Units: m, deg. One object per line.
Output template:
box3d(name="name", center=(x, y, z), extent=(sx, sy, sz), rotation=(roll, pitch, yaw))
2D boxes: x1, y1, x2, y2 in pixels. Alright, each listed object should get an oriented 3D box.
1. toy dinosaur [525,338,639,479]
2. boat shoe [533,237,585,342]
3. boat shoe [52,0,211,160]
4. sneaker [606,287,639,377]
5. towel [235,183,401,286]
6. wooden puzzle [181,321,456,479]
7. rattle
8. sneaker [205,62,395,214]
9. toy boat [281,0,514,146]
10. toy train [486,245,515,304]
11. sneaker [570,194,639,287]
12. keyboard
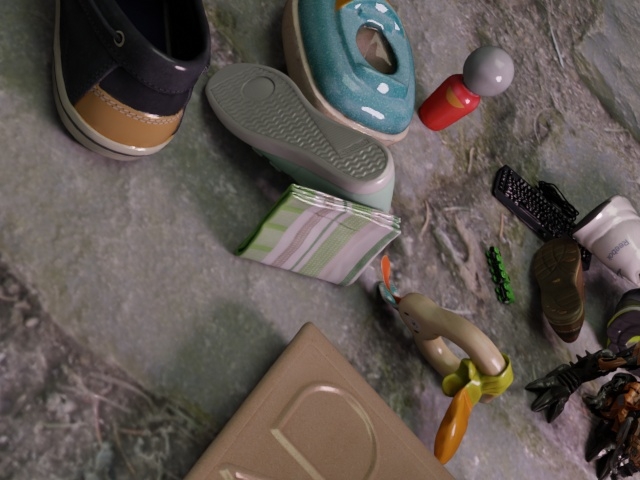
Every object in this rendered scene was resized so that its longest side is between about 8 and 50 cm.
box3d(name="toy dinosaur", center=(0.399, 0.185, 1.409), extent=(0.322, 0.218, 0.164), rotation=(-20, 76, -49))
box3d(name="boat shoe", center=(0.323, 0.065, 1.557), extent=(0.178, 0.064, 0.060), rotation=(-80, 155, -51))
box3d(name="boat shoe", center=(-0.212, -0.324, 1.241), extent=(0.187, 0.156, 0.500), rotation=(12, 53, -36))
box3d(name="sneaker", center=(0.523, 0.175, 1.630), extent=(0.300, 0.111, 0.121), rotation=(45, 35, -14))
box3d(name="towel", center=(0.000, 0.000, 1.237), extent=(0.152, 0.113, 0.023), rotation=(15, 38, -36))
box3d(name="wooden puzzle", center=(0.017, 0.284, 1.081), extent=(0.322, 0.080, 0.348), rotation=(48, 35, -6))
box3d(name="rattle", center=(0.102, 0.131, 1.289), extent=(0.200, 0.143, 0.130), rotation=(41, -6, 6))
box3d(name="sneaker", center=(-0.026, -0.092, 1.317), extent=(0.256, 0.151, 0.094), rotation=(36, 67, 23))
box3d(name="toy boat", center=(0.098, -0.231, 1.477), extent=(0.318, 0.148, 0.267), rotation=(15, 52, -37))
box3d(name="toy train", center=(0.236, 0.045, 1.512), extent=(0.024, 0.017, 0.083), rotation=(23, 47, -45))
box3d(name="sneaker", center=(0.466, 0.024, 1.651), extent=(0.297, 0.111, 0.129), rotation=(5, 46, -50))
box3d(name="keyboard", center=(0.328, -0.046, 1.653), extent=(0.192, 0.038, 0.100), rotation=(38, 41, -19))
